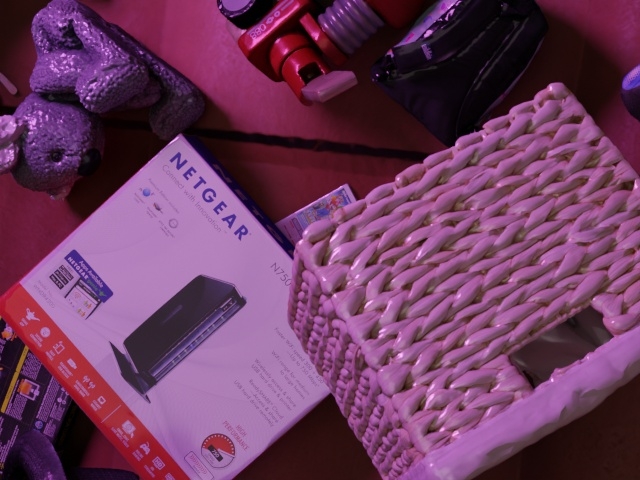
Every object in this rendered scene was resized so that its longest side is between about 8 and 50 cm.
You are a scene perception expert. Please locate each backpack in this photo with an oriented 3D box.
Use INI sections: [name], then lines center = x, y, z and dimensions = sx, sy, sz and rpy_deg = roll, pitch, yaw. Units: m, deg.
[backpack]
center = 0.157, -0.210, 1.337
dimensions = 0.152, 0.115, 0.182
rpy_deg = 37, 104, -20

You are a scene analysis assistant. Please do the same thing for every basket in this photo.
[basket]
center = 0.163, 0.073, 1.200
dimensions = 0.328, 0.331, 0.266
rpy_deg = -30, 76, -11

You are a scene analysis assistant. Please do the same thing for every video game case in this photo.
[video game case]
center = 0.000, 0.000, 1.437
dimensions = 0.122, 0.011, 0.087
rpy_deg = -29, 82, 13

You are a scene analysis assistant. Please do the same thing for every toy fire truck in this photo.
[toy fire truck]
center = 0.022, -0.235, 1.314
dimensions = 0.217, 0.158, 0.246
rpy_deg = -39, 57, 11

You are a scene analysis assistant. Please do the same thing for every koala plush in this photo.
[koala plush]
center = -0.293, -0.149, 1.434
dimensions = 0.203, 0.196, 0.221
rpy_deg = 40, 100, 23

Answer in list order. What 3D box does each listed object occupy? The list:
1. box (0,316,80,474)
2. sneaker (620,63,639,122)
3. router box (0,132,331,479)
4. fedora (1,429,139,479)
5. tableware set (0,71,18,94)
[box]
center = -0.390, 0.187, 1.521
dimensions = 0.184, 0.045, 0.190
rpy_deg = 23, 96, 15
[sneaker]
center = 0.450, -0.226, 1.265
dimensions = 0.330, 0.129, 0.147
rpy_deg = -30, 47, -2
[router box]
center = -0.153, 0.097, 1.413
dimensions = 0.301, 0.082, 0.335
rpy_deg = -42, 88, 8
[fedora]
center = -0.270, 0.376, 1.407
dimensions = 0.153, 0.334, 0.334
rpy_deg = -3, 89, -27
[tableware set]
center = -0.487, -0.208, 1.549
dimensions = 0.194, 0.039, 0.128
rpy_deg = 44, 100, 11
